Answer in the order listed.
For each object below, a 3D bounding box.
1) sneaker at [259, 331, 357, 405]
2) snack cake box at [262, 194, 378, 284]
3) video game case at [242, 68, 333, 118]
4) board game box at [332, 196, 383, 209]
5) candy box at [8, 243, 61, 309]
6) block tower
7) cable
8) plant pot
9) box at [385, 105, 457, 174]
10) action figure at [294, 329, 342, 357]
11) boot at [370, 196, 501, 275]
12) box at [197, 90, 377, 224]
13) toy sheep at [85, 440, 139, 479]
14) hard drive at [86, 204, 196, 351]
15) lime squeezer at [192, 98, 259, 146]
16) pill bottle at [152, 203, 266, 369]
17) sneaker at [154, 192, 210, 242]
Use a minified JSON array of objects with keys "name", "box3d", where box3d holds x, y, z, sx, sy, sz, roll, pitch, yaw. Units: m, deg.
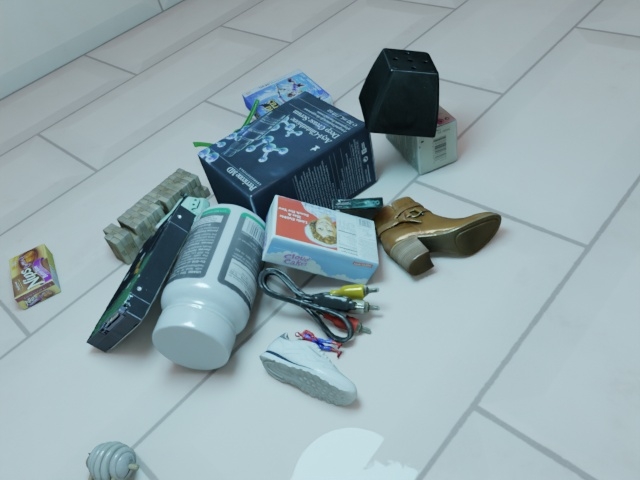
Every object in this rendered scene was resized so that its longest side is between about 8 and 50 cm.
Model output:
[{"name":"sneaker","box3d":[-0.016,0.263,1.150,0.235,0.090,0.095,20,44,29]},{"name":"snack cake box","box3d":[0.000,0.000,1.318,0.264,0.089,0.152,15,44,-14]},{"name":"video game case","box3d":[-0.122,-0.501,1.964,0.244,0.061,0.269,-28,45,-11]},{"name":"board game box","box3d":[0.099,-0.095,1.426,0.126,0.026,0.186,-3,2,6]},{"name":"candy box","box3d":[-0.813,0.099,1.553,0.109,0.053,0.187,-28,44,-13]},{"name":"block tower","box3d":[-0.483,-0.082,1.616,0.091,0.097,0.335,23,54,32]},{"name":"cable","box3d":[-0.012,0.148,1.256,0.287,0.072,0.140,10,83,20]},{"name":"plant pot","box3d":[0.215,-0.397,1.437,0.188,0.167,0.187,2,43,-8]},{"name":"box","box3d":[0.290,-0.327,1.611,0.126,0.149,0.232,-22,45,-8]},{"name":"action figure","box3d":[-0.008,0.226,1.215,0.115,0.038,0.030,17,36,29]},{"name":"boot","box3d":[0.282,-0.040,1.372,0.283,0.109,0.220,-29,41,-4]},{"name":"box","box3d":[-0.089,-0.206,1.549,0.395,0.212,0.293,-35,48,-19]},{"name":"toy sheep","box3d":[-0.408,0.441,1.075,0.132,0.091,0.091,-1,45,22]},{"name":"hard drive","box3d":[-0.438,0.092,1.358,0.237,0.064,0.339,-37,26,41]},{"name":"lime squeezer","box3d":[-0.301,-0.358,1.837,0.058,0.110,0.310,5,40,45]},{"name":"pill bottle","box3d":[-0.250,0.102,1.285,0.204,0.204,0.361,-1,45,15]},{"name":"sneaker","box3d":[-0.328,-0.059,1.536,0.255,0.094,0.151,13,57,24]}]
